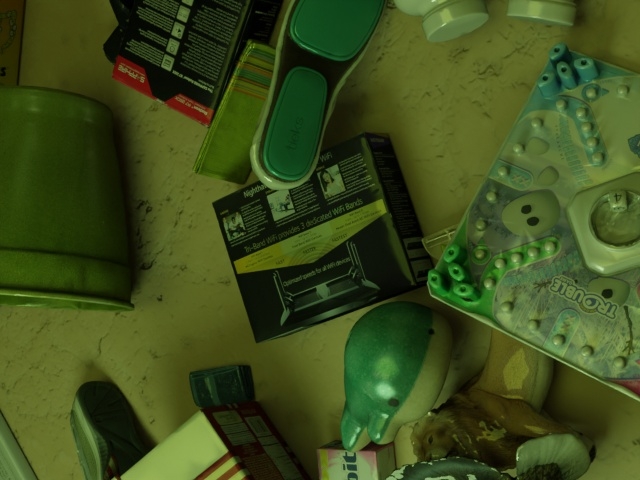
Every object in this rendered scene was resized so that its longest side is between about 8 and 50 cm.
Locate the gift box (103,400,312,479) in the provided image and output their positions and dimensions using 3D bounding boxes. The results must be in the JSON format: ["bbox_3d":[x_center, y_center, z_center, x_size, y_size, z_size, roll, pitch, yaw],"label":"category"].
[{"bbox_3d":[-0.182,0.407,1.671,0.258,0.255,0.276,-42,68,11],"label":"gift box"}]

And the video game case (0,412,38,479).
[{"bbox_3d":[-0.694,0.500,2.118,0.300,0.036,0.329,-42,73,27],"label":"video game case"}]

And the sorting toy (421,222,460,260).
[{"bbox_3d":[0.204,0.015,1.532,0.083,0.045,0.075,-22,89,30],"label":"sorting toy"}]

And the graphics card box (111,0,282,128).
[{"bbox_3d":[-0.183,-0.394,1.705,0.233,0.094,0.370,29,109,27],"label":"graphics card box"}]

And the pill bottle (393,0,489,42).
[{"bbox_3d":[0.150,-0.417,1.469,0.146,0.146,0.264,-22,83,31],"label":"pill bottle"}]

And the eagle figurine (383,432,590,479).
[{"bbox_3d":[0.229,0.379,1.386,0.298,0.225,0.226,-13,99,66],"label":"eagle figurine"}]

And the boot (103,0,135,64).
[{"bbox_3d":[-0.351,-0.371,1.841,0.121,0.045,0.099,50,120,19],"label":"boot"}]

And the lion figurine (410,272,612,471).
[{"bbox_3d":[0.278,0.169,1.460,0.240,0.142,0.392,17,88,37],"label":"lion figurine"}]

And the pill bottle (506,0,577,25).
[{"bbox_3d":[0.310,-0.399,1.386,0.121,0.121,0.216,14,100,30],"label":"pill bottle"}]

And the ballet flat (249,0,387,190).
[{"bbox_3d":[-0.017,-0.261,1.577,0.139,0.139,0.400,15,79,30],"label":"ballet flat"}]

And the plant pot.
[{"bbox_3d":[-0.489,-0.069,1.793,0.367,0.366,0.352,0,82,31],"label":"plant pot"}]

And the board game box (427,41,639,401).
[{"bbox_3d":[0.381,-0.027,1.331,0.390,0.050,0.390,27,85,27],"label":"board game box"}]

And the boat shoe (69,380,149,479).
[{"bbox_3d":[-0.368,0.403,1.855,0.103,0.118,0.320,-55,53,38],"label":"boat shoe"}]

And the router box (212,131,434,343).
[{"bbox_3d":[0.000,0.000,1.629,0.309,0.081,0.242,-22,82,31],"label":"router box"}]

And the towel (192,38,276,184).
[{"bbox_3d":[-0.116,-0.200,1.677,0.237,0.102,0.021,-64,36,19],"label":"towel"}]

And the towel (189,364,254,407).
[{"bbox_3d":[-0.170,0.249,1.782,0.119,0.029,0.067,-13,88,31],"label":"towel"}]

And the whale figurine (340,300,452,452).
[{"bbox_3d":[0.081,0.198,1.527,0.141,0.216,0.272,25,135,-10],"label":"whale figurine"}]

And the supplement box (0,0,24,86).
[{"bbox_3d":[-0.708,-0.309,1.973,0.194,0.195,0.356,14,101,30],"label":"supplement box"}]

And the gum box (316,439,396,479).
[{"bbox_3d":[0.062,0.412,1.632,0.107,0.062,0.188,-5,91,32],"label":"gum box"}]
